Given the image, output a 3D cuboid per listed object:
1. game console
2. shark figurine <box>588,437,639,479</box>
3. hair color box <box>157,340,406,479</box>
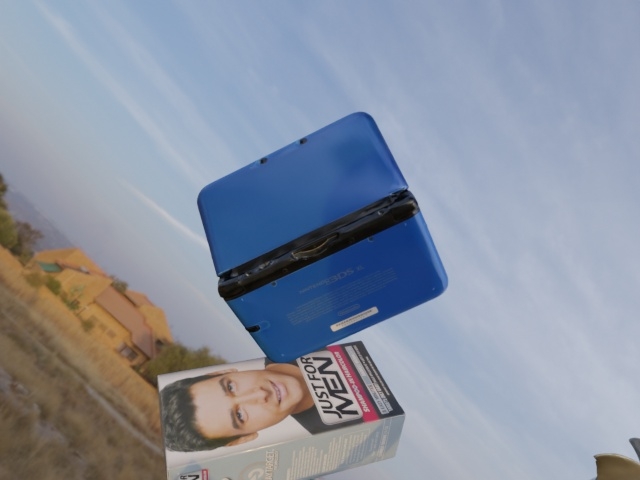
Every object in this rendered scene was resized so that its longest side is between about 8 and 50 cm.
[{"bbox_3d":[0.000,0.000,0.757,0.173,0.293,0.250,-103,166,-57],"label":"game console"},{"bbox_3d":[0.270,0.262,0.496,0.116,0.278,0.166,54,11,-25],"label":"shark figurine"},{"bbox_3d":[-0.071,0.296,0.861,0.185,0.374,0.114,-124,-147,-53],"label":"hair color box"}]
